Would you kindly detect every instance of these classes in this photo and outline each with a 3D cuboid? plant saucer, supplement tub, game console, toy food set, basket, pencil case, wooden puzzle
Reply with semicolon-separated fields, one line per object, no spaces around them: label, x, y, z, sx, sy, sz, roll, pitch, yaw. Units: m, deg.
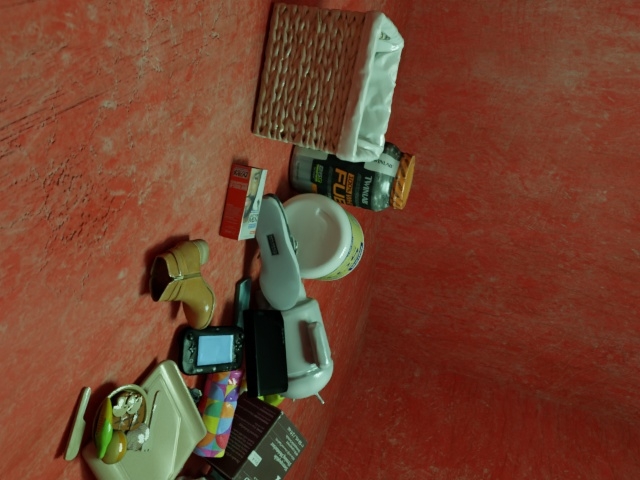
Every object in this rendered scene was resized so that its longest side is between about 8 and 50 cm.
plant saucer;-0.214;0.191;1.451;0.067;0.018;0.192;-41;143;-66
supplement tub;0.097;-0.206;1.605;0.207;0.337;0.207;14;90;-75
supplement tub;0.000;0.000;1.629;0.331;0.241;0.241;21;83;-75
game console;-0.197;0.269;1.282;0.361;0.043;0.213;13;68;-56
toy food set;-0.339;0.318;0.941;0.192;0.038;0.133;28;69;-59
basket;0.030;-0.377;1.340;0.328;0.266;0.332;-29;130;-70
pencil case;-0.260;0.414;1.338;0.104;0.104;0.236;16;90;-75
wooden puzzle;-0.333;0.388;1.050;0.239;0.044;0.221;-51;132;-51

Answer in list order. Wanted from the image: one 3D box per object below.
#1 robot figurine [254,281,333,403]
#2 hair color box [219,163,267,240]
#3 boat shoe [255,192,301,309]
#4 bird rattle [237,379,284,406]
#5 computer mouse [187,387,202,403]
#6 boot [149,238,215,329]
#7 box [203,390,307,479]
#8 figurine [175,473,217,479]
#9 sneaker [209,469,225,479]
robot figurine;-0.080;0.295;1.548;0.199;0.300;0.354;-17;93;-35
hair color box;-0.177;-0.089;1.257;0.093;0.053;0.167;-16;118;-73
boat shoe;-0.115;0.028;1.425;0.105;0.113;0.306;-61;137;-71
bird rattle;-0.228;0.509;1.584;0.254;0.143;0.207;-56;147;-20
computer mouse;-0.321;0.430;1.231;0.106;0.042;0.193;69;31;-73
boot;-0.272;0.099;1.049;0.152;0.072;0.197;-35;125;-70
box;-0.178;0.547;1.436;0.203;0.167;0.168;-50;130;-27
figurine;-0.281;0.692;1.373;0.209;0.092;0.215;81;-17;-69
sneaker;-0.307;0.730;1.513;0.178;0.072;0.077;-57;167;-38
